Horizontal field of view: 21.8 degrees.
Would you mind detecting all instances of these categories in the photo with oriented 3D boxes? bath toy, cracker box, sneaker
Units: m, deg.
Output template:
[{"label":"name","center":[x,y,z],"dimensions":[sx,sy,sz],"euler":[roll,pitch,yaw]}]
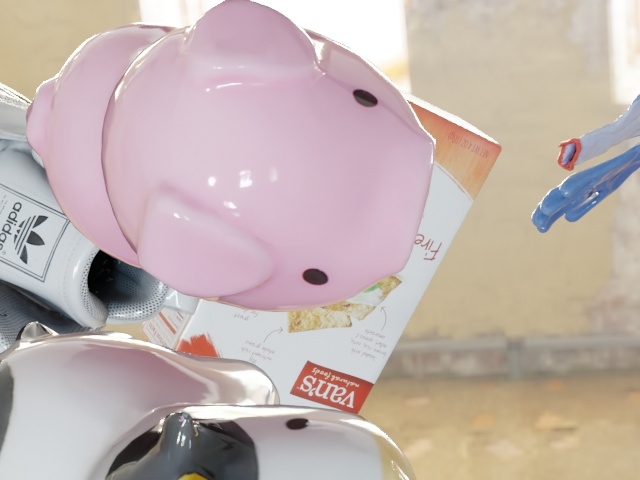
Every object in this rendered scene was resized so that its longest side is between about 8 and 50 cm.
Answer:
[{"label":"bath toy","center":[-0.034,-0.005,0.450],"dimensions":[0.151,0.348,0.129],"euler":[11,180,24]},{"label":"cracker box","center":[0.000,0.000,1.138],"dimensions":[0.156,0.232,0.067],"euler":[22,-169,-30]},{"label":"sneaker","center":[-0.220,-0.047,0.878],"dimensions":[0.210,0.137,0.366],"euler":[29,-179,41]}]

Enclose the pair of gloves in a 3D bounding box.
[{"label":"pair of gloves","center":[0.242,-0.077,1.341],"dimensions":[0.159,0.023,0.198],"euler":[-30,161,-18]}]
